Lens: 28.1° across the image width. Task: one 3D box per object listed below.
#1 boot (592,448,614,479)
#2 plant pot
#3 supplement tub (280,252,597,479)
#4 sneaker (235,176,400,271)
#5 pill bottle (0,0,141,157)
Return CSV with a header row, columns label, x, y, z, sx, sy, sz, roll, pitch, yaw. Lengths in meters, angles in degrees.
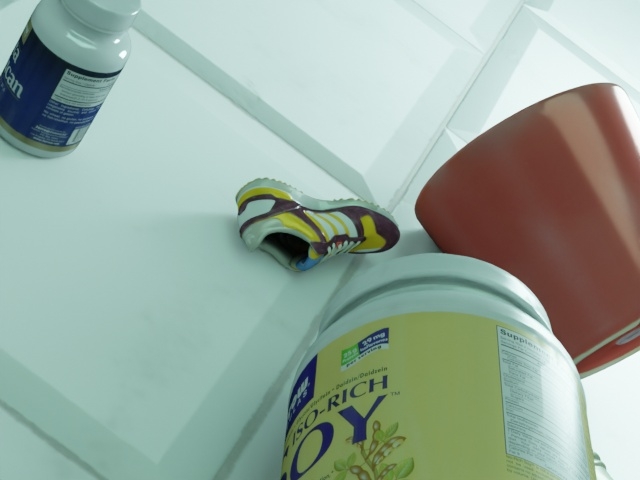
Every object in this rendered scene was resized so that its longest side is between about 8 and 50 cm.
label,x,y,z,sx,sy,sz,roll,pitch,yaw
boot,0.238,0.268,1.162,0.213,0.077,0.165,-4,51,-53
plant pot,0.274,0.005,1.377,0.275,0.275,0.243,-7,62,-48
supplement tub,0.088,0.189,0.965,0.241,0.241,0.331,27,34,-16
sneaker,0.000,0.000,1.287,0.185,0.069,0.084,12,49,-25
pill bottle,-0.231,-0.165,1.166,0.094,0.169,0.094,25,34,-18
